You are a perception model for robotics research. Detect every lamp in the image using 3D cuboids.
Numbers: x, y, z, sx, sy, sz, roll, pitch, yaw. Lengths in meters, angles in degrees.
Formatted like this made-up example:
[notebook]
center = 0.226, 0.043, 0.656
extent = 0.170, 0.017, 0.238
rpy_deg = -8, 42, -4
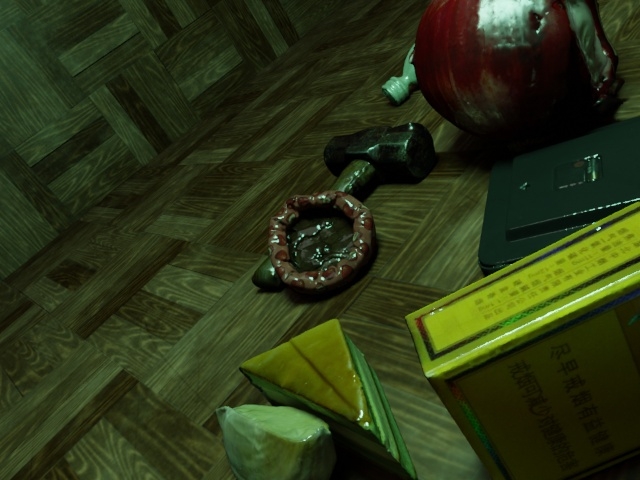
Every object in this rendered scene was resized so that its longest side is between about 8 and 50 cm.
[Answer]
[lamp]
center = 0.236, -0.418, 1.443
extent = 0.193, 0.106, 0.106
rpy_deg = -43, 27, 2

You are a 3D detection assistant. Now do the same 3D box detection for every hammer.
[hammer]
center = 0.018, -0.067, 1.109
extent = 0.409, 0.095, 0.242
rpy_deg = -48, 31, -23

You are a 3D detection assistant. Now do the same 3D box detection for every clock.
[clock]
center = 0.354, -0.073, 0.795
extent = 0.273, 0.049, 0.279
rpy_deg = -16, 31, 32

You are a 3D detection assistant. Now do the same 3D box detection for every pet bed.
[pet bed]
center = 0.000, 0.000, 0.982
extent = 0.201, 0.053, 0.201
rpy_deg = -10, 60, 18

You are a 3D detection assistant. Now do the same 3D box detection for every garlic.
[garlic]
center = -0.049, 0.239, 0.659
extent = 0.087, 0.101, 0.195
rpy_deg = -14, 5, -35

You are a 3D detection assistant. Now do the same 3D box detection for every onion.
[onion]
center = 0.306, -0.311, 0.946
extent = 0.341, 0.341, 0.341
rpy_deg = -26, 28, 15

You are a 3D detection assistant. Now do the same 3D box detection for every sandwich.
[sandwich]
center = 0.001, 0.200, 0.656
extent = 0.144, 0.117, 0.187
rpy_deg = -33, 29, 7

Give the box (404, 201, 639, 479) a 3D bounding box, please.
[box]
center = 0.250, 0.085, 0.489
extent = 0.301, 0.193, 0.084
rpy_deg = -28, 29, 10
